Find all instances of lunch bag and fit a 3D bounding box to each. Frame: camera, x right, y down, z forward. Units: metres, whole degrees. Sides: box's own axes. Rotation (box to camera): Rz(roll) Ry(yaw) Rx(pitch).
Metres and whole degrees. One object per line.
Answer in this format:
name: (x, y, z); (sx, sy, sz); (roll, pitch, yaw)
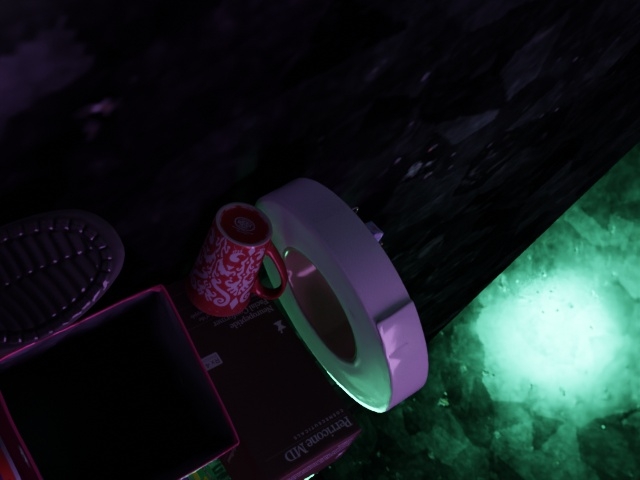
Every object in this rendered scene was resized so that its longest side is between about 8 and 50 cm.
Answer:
lunch bag: (0.082, 0.006, 1.656); (0.071, 0.053, 0.083); (-18, 144, -47)

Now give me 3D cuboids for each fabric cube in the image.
fabric cube: (-0.317, 0.248, 1.126); (0.259, 0.254, 0.258); (-25, 178, -32)

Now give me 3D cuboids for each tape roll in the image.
tape roll: (0.023, 0.087, 1.231); (0.072, 0.392, 0.392); (-29, 160, -20)

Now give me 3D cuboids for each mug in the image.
mug: (-0.127, 0.026, 1.250); (0.150, 0.113, 0.169); (-4, 142, -28)

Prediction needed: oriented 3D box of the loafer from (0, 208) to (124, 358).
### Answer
loafer: (-0.391, 0.072, 0.927); (0.365, 0.134, 0.130); (-29, -172, 7)

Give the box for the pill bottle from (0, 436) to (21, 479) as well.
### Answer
pill bottle: (-0.611, 0.414, 1.208); (0.323, 0.181, 0.181); (-25, 158, -30)

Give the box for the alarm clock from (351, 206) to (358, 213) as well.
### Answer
alarm clock: (0.000, 0.000, 1.493); (0.192, 0.064, 0.129); (-41, 160, 4)

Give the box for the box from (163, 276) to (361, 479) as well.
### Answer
box: (-0.126, 0.228, 1.306); (0.191, 0.381, 0.143); (-24, 157, -31)

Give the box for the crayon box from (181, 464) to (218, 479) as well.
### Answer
crayon box: (-0.348, 0.494, 1.698); (0.165, 0.278, 0.081); (-38, 159, 6)

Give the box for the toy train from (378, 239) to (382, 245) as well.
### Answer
toy train: (0.086, 0.047, 1.795); (0.158, 0.027, 0.036); (-44, 163, 22)
